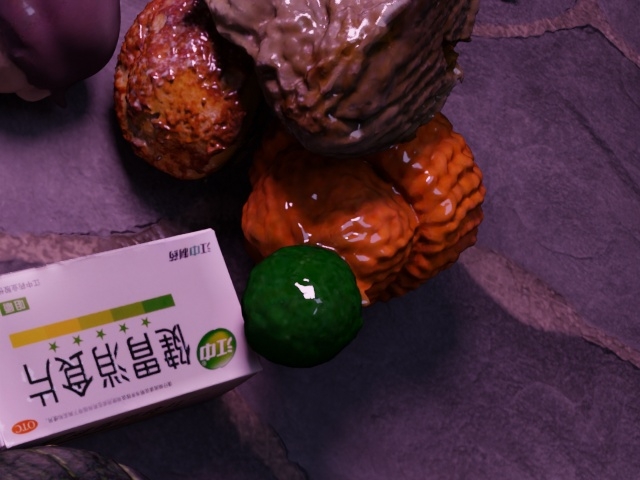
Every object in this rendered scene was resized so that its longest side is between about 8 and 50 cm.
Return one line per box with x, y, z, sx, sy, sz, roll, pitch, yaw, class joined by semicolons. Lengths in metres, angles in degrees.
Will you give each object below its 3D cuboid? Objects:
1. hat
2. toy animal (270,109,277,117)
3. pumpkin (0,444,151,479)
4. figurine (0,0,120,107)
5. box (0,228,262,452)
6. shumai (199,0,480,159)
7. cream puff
0.000;0.000;1.520;0.285;0.285;0.400;48;50;-6;hat
-0.107;-0.274;1.688;0.125;0.127;0.251;-26;99;-45;toy animal
-0.255;0.349;1.208;0.323;0.241;0.323;10;74;-40;pumpkin
-0.377;-0.206;1.447;0.218;0.206;0.365;47;73;-15;figurine
-0.240;0.114;1.392;0.333;0.145;0.173;-13;79;-37;box
0.006;-0.247;1.431;0.283;0.217;0.346;19;60;20;shumai
-0.153;-0.186;1.529;0.164;0.240;0.240;9;64;-43;cream puff
